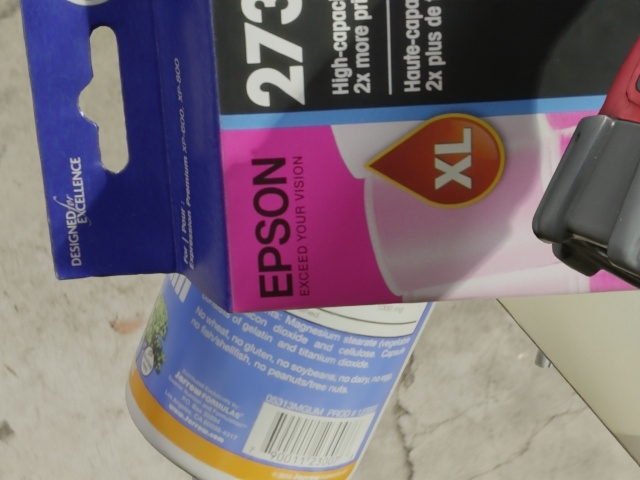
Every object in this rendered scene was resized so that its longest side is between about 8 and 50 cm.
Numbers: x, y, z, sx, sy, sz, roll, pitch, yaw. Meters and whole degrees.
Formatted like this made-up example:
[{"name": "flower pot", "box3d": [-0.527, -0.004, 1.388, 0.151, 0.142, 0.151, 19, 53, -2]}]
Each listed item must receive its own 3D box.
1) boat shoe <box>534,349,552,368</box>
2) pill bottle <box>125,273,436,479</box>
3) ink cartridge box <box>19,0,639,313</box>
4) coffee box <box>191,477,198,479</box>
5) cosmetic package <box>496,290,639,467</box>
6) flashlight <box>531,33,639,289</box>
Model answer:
[{"name": "boat shoe", "box3d": [0.366, 0.104, 1.832, 0.076, 0.226, 0.083, 20, 41, 7]}, {"name": "pill bottle", "box3d": [0.000, 0.000, 0.740, 0.152, 0.152, 0.272, 24, 110, 3]}, {"name": "ink cartridge box", "box3d": [0.054, -0.064, 0.570, 0.371, 0.069, 0.176, -3, 111, 1]}, {"name": "coffee box", "box3d": [-0.080, 0.290, 1.776, 0.168, 0.119, 0.297, 7, 75, -24]}, {"name": "cosmetic package", "box3d": [0.251, 0.056, 0.899, 0.160, 0.113, 0.309, -46, 77, 24]}, {"name": "flashlight", "box3d": [0.185, -0.113, 0.450, 0.103, 0.103, 0.304, 28, 87, 0]}]
